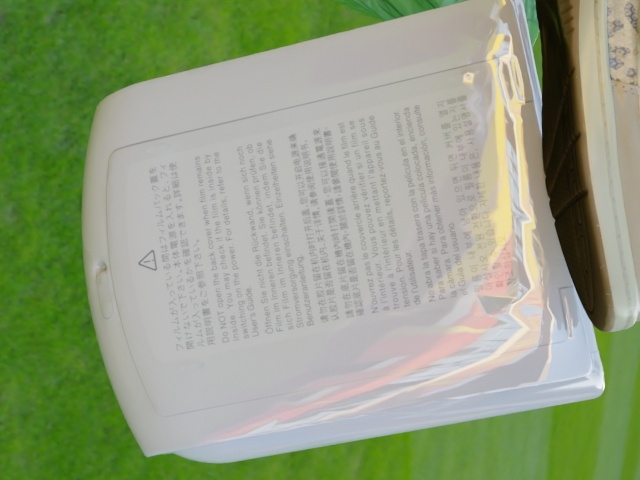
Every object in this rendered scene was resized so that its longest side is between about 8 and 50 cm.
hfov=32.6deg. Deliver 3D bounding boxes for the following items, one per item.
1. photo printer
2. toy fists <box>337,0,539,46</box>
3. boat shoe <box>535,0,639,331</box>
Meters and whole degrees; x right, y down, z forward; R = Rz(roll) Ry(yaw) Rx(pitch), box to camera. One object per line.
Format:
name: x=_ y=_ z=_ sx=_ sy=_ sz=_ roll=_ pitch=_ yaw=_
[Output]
photo printer: x=0.000 y=0.000 z=0.690 sx=0.107 sy=0.307 sz=0.256 roll=33 pitch=46 yaw=-75
toy fists: x=0.072 y=-0.230 z=0.938 sx=0.142 sy=0.279 sz=0.096 roll=15 pitch=105 yaw=-26
boat shoe: x=0.165 y=-0.095 z=0.572 sx=0.104 sy=0.089 sz=0.285 roll=80 pitch=8 yaw=-79
